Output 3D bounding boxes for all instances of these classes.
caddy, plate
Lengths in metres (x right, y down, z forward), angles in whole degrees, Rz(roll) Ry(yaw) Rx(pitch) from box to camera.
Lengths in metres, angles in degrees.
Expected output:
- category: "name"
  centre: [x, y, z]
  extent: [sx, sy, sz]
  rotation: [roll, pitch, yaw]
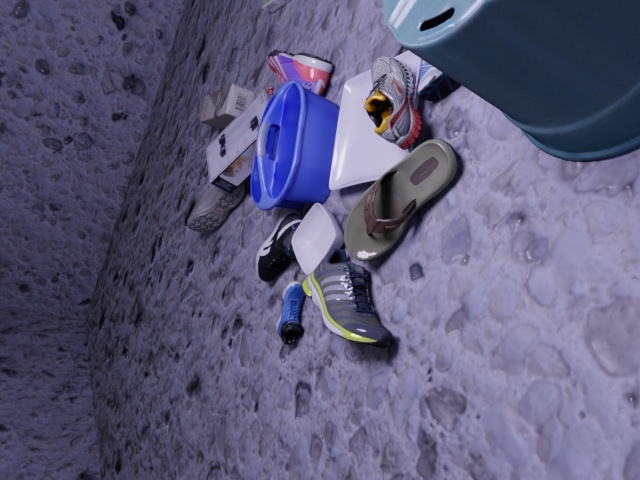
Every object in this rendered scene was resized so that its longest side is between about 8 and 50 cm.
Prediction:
- category: "caddy"
  centre: [-0.083, -0.236, 1.441]
  extent: [0.241, 0.179, 0.342]
  rotation: [-9, 71, 56]
- category: "plate"
  centre: [0.127, -0.254, 1.237]
  extent: [0.277, 0.045, 0.278]
  rotation: [-5, 74, 56]

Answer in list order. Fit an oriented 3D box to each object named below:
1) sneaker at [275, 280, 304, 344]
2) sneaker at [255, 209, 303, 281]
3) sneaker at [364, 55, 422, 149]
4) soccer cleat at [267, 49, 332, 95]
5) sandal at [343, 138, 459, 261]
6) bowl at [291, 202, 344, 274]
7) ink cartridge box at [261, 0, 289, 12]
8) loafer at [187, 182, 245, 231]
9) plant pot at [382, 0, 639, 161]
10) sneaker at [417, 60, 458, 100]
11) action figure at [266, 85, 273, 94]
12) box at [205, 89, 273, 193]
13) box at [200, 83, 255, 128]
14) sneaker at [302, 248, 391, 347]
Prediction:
- category: "sneaker"
  centre: [-0.066, 0.181, 1.364]
  extent: [0.084, 0.058, 0.152]
  rotation: [52, 126, 59]
- category: "sneaker"
  centre: [-0.099, 0.038, 1.454]
  extent: [0.217, 0.079, 0.121]
  rotation: [-63, 34, 20]
- category: "sneaker"
  centre: [0.134, -0.288, 1.108]
  extent: [0.088, 0.092, 0.225]
  rotation: [-45, 42, 42]
- category: "soccer cleat"
  centre: [-0.077, -0.472, 1.597]
  extent: [0.318, 0.108, 0.117]
  rotation: [33, 111, 55]
- category: "sandal"
  centre: [0.135, -0.078, 1.078]
  extent: [0.120, 0.086, 0.303]
  rotation: [49, 125, 15]
- category: "bowl"
  centre: [0.000, 0.000, 1.328]
  extent: [0.142, 0.053, 0.142]
  rotation: [-55, 39, 27]
- category: "ink cartridge box"
  centre: [-0.118, -0.905, 1.878]
  extent: [0.181, 0.056, 0.225]
  rotation: [0, 80, 58]
- category: "loafer"
  centre: [-0.358, -0.133, 1.920]
  extent: [0.319, 0.112, 0.112]
  rotation: [-35, 45, 38]
- category: "plant pot"
  centre: [0.285, -0.315, 0.731]
  extent: [0.341, 0.333, 0.342]
  rotation: [-30, 53, 50]
- category: "sneaker"
  centre: [0.252, -0.346, 1.037]
  extent: [0.211, 0.080, 0.081]
  rotation: [-29, 58, 49]
- category: "action figure"
  centre: [-0.184, -0.457, 1.834]
  extent: [0.115, 0.030, 0.038]
  rotation: [-56, 32, 27]
- category: "box"
  centre: [-0.225, -0.299, 1.714]
  extent: [0.290, 0.087, 0.169]
  rotation: [-38, 46, 25]
- category: "box"
  centre: [-0.341, -0.481, 2.029]
  extent: [0.275, 0.094, 0.113]
  rotation: [5, 83, 58]
- category: "sneaker"
  centre: [0.058, 0.113, 1.153]
  extent: [0.121, 0.111, 0.300]
  rotation: [-63, 35, 13]
